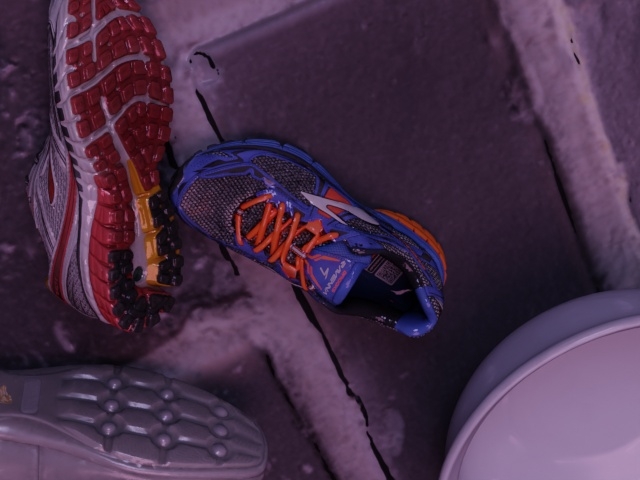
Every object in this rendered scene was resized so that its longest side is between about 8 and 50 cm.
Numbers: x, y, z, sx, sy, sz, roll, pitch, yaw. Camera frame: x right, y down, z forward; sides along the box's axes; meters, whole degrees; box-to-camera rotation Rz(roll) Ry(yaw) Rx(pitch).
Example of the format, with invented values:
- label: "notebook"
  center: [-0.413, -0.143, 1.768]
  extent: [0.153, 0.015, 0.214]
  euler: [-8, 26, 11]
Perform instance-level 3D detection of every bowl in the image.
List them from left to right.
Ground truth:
- label: "bowl"
  center: [0.217, 0.143, 1.014]
  extent: [0.298, 0.134, 0.298]
  euler: [-4, 122, -7]

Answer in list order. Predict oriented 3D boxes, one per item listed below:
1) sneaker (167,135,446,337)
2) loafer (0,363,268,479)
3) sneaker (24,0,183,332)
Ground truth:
- label: "sneaker"
  center: [0.000, 0.000, 0.920]
  extent: [0.221, 0.087, 0.083]
  euler: [22, 114, -21]
- label: "loafer"
  center: [-0.199, 0.153, 0.971]
  extent: [0.319, 0.112, 0.111]
  euler: [8, 124, -5]
- label: "sneaker"
  center: [-0.152, -0.054, 0.859]
  extent: [0.093, 0.088, 0.225]
  euler: [10, 107, 34]
